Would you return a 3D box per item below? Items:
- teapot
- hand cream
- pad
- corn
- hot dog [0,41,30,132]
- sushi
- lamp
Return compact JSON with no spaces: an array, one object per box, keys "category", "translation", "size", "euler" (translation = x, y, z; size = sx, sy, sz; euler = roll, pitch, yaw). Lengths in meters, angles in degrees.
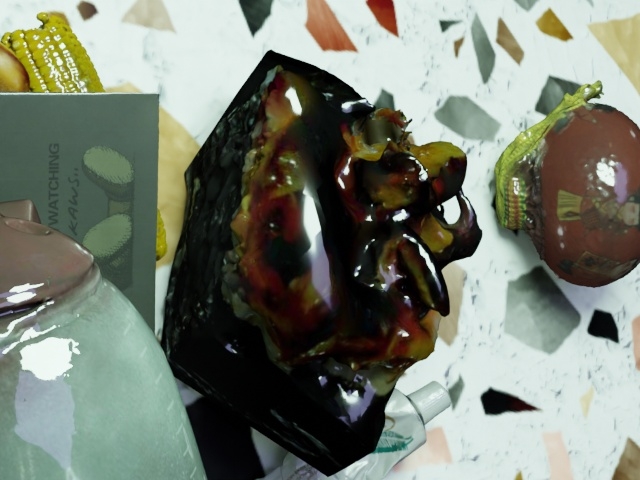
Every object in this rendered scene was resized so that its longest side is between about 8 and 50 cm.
[{"category":"teapot","translation":[-0.181,0.125,1.090],"size":[0.233,0.315,0.312],"euler":[-7,106,-3]},{"category":"hand cream","translation":[0.005,0.181,1.361],"size":[0.257,0.050,0.084],"euler":[-38,99,-33]},{"category":"pad","translation":[-0.173,-0.008,1.235],"size":[0.127,0.004,0.190],"euler":[-2,101,-21]},{"category":"corn","translation":[-0.168,-0.061,1.280],"size":[0.068,0.068,0.207],"euler":[-28,96,-40]},{"category":"hot dog","translation":[-0.308,-0.140,1.195],"size":[0.250,0.076,0.104],"euler":[30,80,-24]},{"category":"sushi","translation":[-0.001,0.001,1.287],"size":[0.215,0.212,0.227],"euler":[33,64,-5]},{"category":"lamp","translation":[0.218,-0.038,1.539],"size":[0.135,0.156,0.157],"euler":[-5,39,-2]}]
